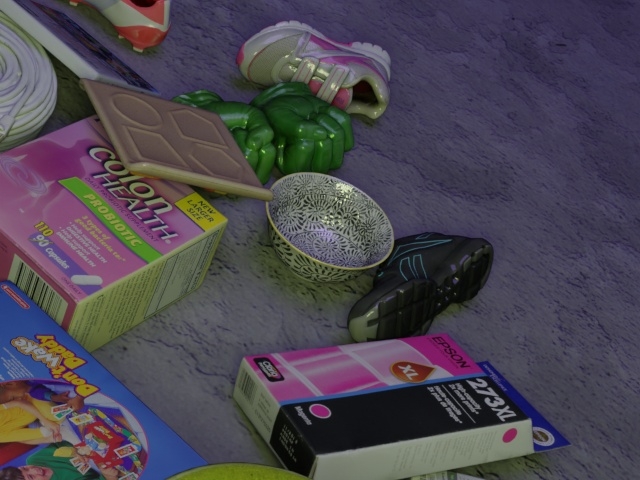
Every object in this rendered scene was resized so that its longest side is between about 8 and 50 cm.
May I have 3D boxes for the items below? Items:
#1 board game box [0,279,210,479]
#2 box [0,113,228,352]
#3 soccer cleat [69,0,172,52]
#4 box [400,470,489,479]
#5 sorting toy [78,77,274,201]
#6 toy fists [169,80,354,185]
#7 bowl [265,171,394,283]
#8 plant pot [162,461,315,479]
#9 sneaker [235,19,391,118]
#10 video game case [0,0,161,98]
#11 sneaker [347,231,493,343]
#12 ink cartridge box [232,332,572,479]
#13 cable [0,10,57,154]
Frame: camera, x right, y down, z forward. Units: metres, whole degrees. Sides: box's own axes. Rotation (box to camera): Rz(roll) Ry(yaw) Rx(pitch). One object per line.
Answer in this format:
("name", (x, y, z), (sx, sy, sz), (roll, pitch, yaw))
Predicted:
("board game box", (-0.298, 0.174, 1.157), (0.233, 0.078, 0.347), (-15, 38, -41))
("box", (-0.269, -0.006, 1.418), (0.213, 0.117, 0.243), (41, 40, 17))
("soccer cleat", (-0.313, -0.367, 1.808), (0.248, 0.095, 0.083), (37, 40, 11))
("box", (0.178, 0.324, 1.366), (0.186, 0.038, 0.145), (15, 40, -13))
("sorting toy", (-0.173, -0.112, 1.483), (0.193, 0.038, 0.208), (12, 27, -38))
("toy fists", (-0.077, -0.139, 1.690), (0.279, 0.096, 0.142), (-11, 53, -39))
("bowl", (0.000, 0.000, 1.590), (0.170, 0.080, 0.170), (15, 41, -13))
("plant pot", (-0.090, 0.356, 0.935), (0.366, 0.353, 0.366), (15, 40, -13))
("sneaker", (0.002, -0.240, 1.837), (0.252, 0.103, 0.111), (5, 42, -24))
("video game case", (-0.323, -0.255, 1.670), (0.201, 0.023, 0.183), (40, 11, 16))
("sneaker", (0.108, 0.059, 1.595), (0.106, 0.101, 0.267), (25, 33, 31))
("ink cartridge box", (0.102, 0.185, 1.430), (0.371, 0.069, 0.176), (-2, 31, -33))
("cable", (-0.451, -0.198, 1.553), (0.257, 0.089, 0.257), (31, 38, 7))
